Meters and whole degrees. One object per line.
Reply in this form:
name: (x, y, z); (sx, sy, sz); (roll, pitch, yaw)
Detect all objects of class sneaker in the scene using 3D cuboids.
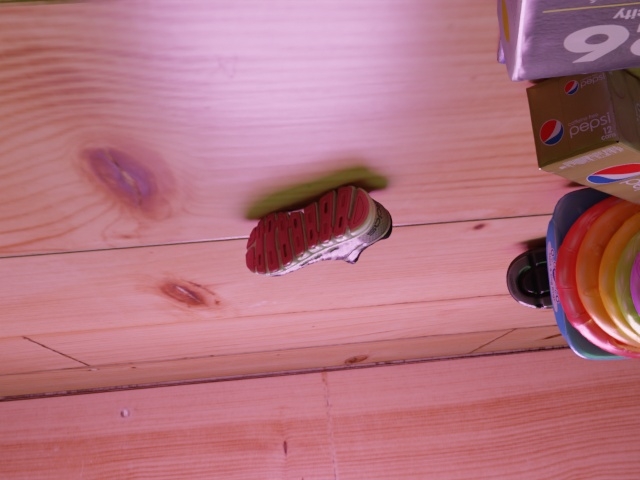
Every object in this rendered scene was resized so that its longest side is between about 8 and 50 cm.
sneaker: (0.374, 0.027, 0.997); (0.267, 0.101, 0.106); (-6, -179, 23)
sneaker: (0.000, 0.000, 0.761); (0.170, 0.063, 0.075); (-23, 152, 37)

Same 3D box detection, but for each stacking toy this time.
stacking toy: (0.305, 0.035, 0.657); (0.166, 0.175, 0.302); (-7, -178, 3)

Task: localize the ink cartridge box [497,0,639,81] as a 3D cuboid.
ink cartridge box: (0.229, -0.134, 0.317); (0.304, 0.072, 0.307); (-6, 164, 10)

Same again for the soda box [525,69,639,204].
soda box: (0.222, -0.072, 0.573); (0.058, 0.061, 0.181); (-18, 161, 40)
